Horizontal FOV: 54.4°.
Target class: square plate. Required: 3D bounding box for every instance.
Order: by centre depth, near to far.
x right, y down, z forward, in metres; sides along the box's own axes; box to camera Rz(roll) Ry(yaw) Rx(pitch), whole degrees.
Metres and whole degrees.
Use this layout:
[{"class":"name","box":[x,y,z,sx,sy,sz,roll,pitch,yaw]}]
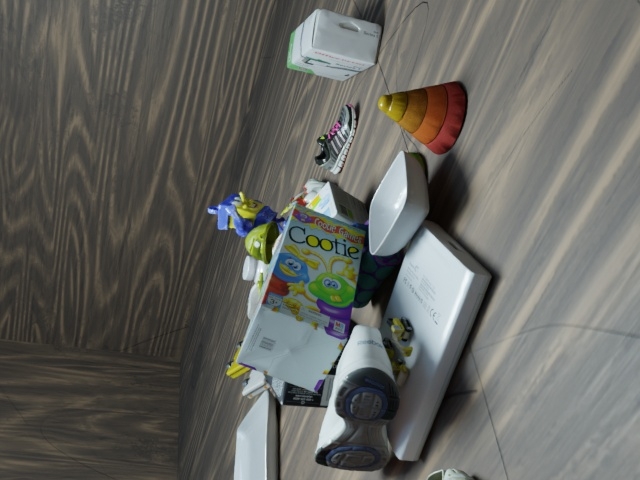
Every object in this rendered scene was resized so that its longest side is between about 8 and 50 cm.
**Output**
[{"class":"square plate","box":[-0.173,0.623,1.680,0.344,0.049,0.347,122,152,-49]}]

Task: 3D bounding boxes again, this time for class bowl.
[{"class":"bowl","box":[0.127,-0.054,0.992,0.142,0.053,0.142,-88,19,-45]}]

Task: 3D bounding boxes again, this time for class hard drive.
[{"class":"hard drive","box":[0.149,0.145,0.951,0.203,0.040,0.308,-119,42,-63]}]

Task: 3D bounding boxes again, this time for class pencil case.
[{"class":"pencil case","box":[0.091,0.059,1.138,0.070,0.064,0.152,-46,-9,-42]}]

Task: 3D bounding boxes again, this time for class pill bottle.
[{"class":"pill bottle","box":[-0.124,0.084,1.649,0.086,0.152,0.086,-170,90,-72]}]

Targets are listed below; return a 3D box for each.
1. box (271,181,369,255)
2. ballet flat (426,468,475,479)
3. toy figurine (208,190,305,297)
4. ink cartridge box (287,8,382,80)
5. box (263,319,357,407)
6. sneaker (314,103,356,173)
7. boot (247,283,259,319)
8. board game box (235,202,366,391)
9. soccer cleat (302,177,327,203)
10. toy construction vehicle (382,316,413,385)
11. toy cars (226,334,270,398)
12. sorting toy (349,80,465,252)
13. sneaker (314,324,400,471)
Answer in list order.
[{"class":"box","box":[0.000,0.000,1.287,0.203,0.103,0.114,-47,32,25]},{"class":"ballet flat","box":[0.162,0.317,0.796,0.168,0.057,0.052,128,157,-56]},{"class":"toy figurine","box":[-0.184,-0.024,1.515,0.362,0.217,0.191,-59,-16,-65]},{"class":"ink cartridge box","box":[0.027,-0.452,1.458,0.219,0.160,0.093,-165,84,-73]},{"class":"box","box":[-0.022,0.216,1.236,0.270,0.165,0.143,-152,73,-72]},{"class":"sneaker","box":[0.032,-0.242,1.469,0.063,0.074,0.170,-113,37,-60]},{"class":"boot","box":[-0.199,0.164,1.974,0.086,0.069,0.190,-101,25,-42]},{"class":"board game box","box":[-0.025,0.087,1.051,0.275,0.142,0.144,-76,9,-52]},{"class":"soccer cleat","box":[0.002,-0.116,1.534,0.196,0.076,0.068,-89,-27,-72]},{"class":"toy construction vehicle","box":[0.108,0.164,0.942,0.098,0.035,0.086,-109,34,-57]},{"class":"toy cars","box":[-0.162,0.343,1.725,0.176,0.087,0.393,-46,15,-12]},{"class":"sorting toy","box":[0.110,-0.121,1.079,0.127,0.126,0.365,-100,27,-46]},{"class":"sneaker","box":[0.060,0.251,0.945,0.129,0.111,0.297,-83,5,-49]}]
